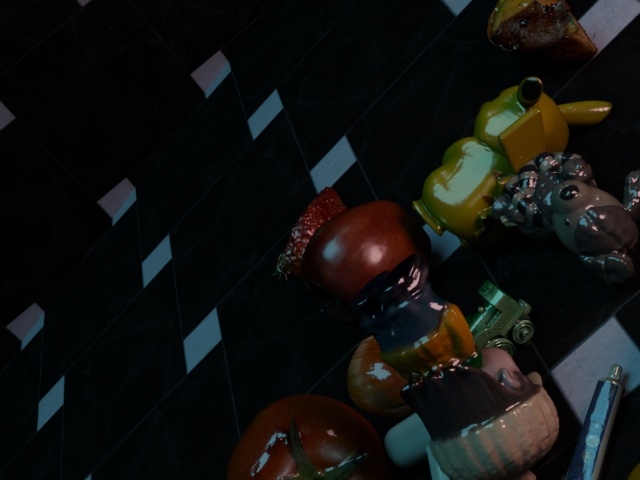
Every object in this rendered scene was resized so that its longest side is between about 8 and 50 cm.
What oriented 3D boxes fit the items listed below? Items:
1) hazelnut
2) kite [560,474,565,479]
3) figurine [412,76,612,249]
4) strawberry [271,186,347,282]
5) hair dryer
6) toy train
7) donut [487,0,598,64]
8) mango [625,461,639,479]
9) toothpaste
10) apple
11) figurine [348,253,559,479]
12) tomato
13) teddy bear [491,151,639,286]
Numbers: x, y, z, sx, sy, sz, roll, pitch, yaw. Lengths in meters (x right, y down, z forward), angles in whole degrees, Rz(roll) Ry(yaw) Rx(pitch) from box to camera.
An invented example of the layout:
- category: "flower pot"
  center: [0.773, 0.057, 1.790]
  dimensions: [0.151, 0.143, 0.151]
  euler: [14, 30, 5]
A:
- category: "hazelnut"
  center: [0.120, 0.207, 1.540]
  dimensions: [0.150, 0.150, 0.150]
  euler: [-36, 35, 30]
- category: "kite"
  center: [0.262, 0.418, 1.253]
  dimensions: [0.241, 0.014, 0.183]
  euler: [-55, 29, 4]
- category: "figurine"
  center: [0.297, -0.135, 1.574]
  dimensions: [0.169, 0.218, 0.327]
  euler: [39, 103, 39]
- category: "strawberry"
  center: [0.000, -0.002, 1.980]
  dimensions: [0.236, 0.106, 0.175]
  euler: [-61, -7, -12]
- category: "hair dryer"
  center: [0.174, 0.353, 1.412]
  dimensions: [0.131, 0.073, 0.237]
  euler: [-39, 42, 30]
- category: "toy train"
  center: [0.243, 0.153, 1.458]
  dimensions: [0.178, 0.104, 0.071]
  euler: [-52, 34, 7]
- category: "donut"
  center: [0.399, -0.383, 1.766]
  dimensions: [0.151, 0.112, 0.295]
  euler: [-43, 30, 25]
- category: "mango"
  center: [0.394, 0.299, 1.106]
  dimensions: [0.163, 0.089, 0.111]
  euler: [-45, 31, 33]
- category: "toothpaste"
  center: [0.358, 0.253, 1.259]
  dimensions: [0.057, 0.034, 0.197]
  euler: [-4, 60, 59]
- category: "apple"
  center: [0.077, 0.044, 1.701]
  dimensions: [0.234, 0.234, 0.234]
  euler: [-36, 35, 30]
- category: "figurine"
  center: [0.173, 0.192, 1.296]
  dimensions: [0.185, 0.332, 0.205]
  euler: [-30, 28, 46]
- category: "tomato"
  center: [-0.017, 0.365, 1.484]
  dimensions: [0.256, 0.255, 0.224]
  euler: [-59, 11, -6]
- category: "teddy bear"
  center: [0.387, -0.057, 1.423]
  dimensions: [0.171, 0.144, 0.251]
  euler: [-49, 31, -7]
